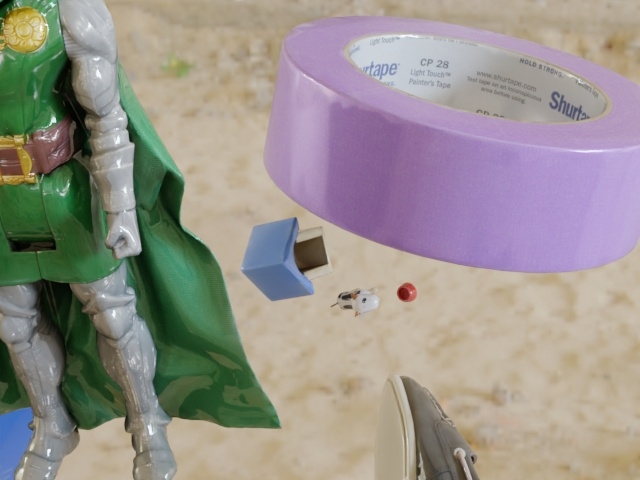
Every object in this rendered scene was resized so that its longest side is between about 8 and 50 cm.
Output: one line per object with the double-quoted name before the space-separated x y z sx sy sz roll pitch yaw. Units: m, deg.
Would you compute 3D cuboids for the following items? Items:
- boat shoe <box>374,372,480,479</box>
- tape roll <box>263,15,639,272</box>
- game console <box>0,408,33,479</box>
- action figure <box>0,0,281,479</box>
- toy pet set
"boat shoe" 0.115 0.255 1.274 0.096 0.112 0.335 7 36 -13
"tape roll" 0.101 -0.076 0.997 0.275 0.090 0.275 9 23 -4
"game console" -0.273 0.081 0.782 0.173 0.250 0.293 20 10 14
"action figure" -0.098 -0.013 0.489 0.137 0.232 0.063 -5 33 6
"toy pet set" 0.000 0.000 1.074 0.114 0.122 0.065 -10 4 36
